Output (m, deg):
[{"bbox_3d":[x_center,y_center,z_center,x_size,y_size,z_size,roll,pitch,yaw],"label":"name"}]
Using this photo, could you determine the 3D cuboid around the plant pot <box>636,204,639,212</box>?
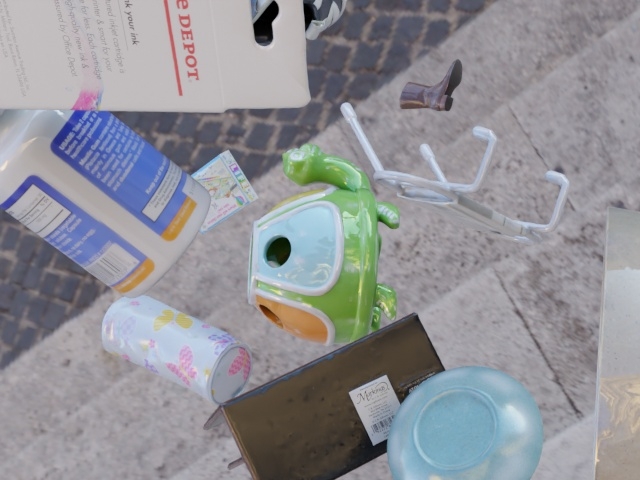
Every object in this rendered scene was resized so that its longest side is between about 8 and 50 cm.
[{"bbox_3d":[0.473,0.025,1.352,0.215,0.230,0.215,8,107,27],"label":"plant pot"}]

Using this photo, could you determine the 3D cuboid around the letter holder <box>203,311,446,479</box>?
[{"bbox_3d":[0.009,0.247,1.515,0.302,0.214,0.152,-23,81,-20],"label":"letter holder"}]

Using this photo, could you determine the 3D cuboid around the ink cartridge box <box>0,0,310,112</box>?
[{"bbox_3d":[-0.181,-0.228,0.951,0.353,0.207,0.119,2,39,7],"label":"ink cartridge box"}]

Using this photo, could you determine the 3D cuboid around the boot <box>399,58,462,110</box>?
[{"bbox_3d":[0.204,-0.293,2.041,0.114,0.037,0.106,11,77,42],"label":"boot"}]

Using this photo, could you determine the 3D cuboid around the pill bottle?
[{"bbox_3d":[-0.265,-0.073,1.165,0.152,0.272,0.152,-44,20,20],"label":"pill bottle"}]

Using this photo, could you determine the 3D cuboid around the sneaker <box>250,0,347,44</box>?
[{"bbox_3d":[-0.085,-0.272,1.098,0.094,0.235,0.153,-50,14,30],"label":"sneaker"}]

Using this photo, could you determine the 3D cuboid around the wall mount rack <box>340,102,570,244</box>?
[{"bbox_3d":[0.188,-0.101,1.626,0.304,0.350,0.130,13,84,45],"label":"wall mount rack"}]

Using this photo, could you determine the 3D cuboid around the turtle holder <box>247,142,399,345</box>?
[{"bbox_3d":[0.001,0.008,1.755,0.227,0.243,0.320,3,97,-5],"label":"turtle holder"}]

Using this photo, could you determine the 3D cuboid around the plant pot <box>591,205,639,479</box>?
[{"bbox_3d":[0.309,0.114,0.670,0.274,0.256,0.256,4,75,14],"label":"plant pot"}]

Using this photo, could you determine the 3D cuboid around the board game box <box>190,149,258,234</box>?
[{"bbox_3d":[-0.193,-0.087,1.995,0.154,0.026,0.103,-30,93,43],"label":"board game box"}]

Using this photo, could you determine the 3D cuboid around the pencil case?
[{"bbox_3d":[-0.245,0.184,1.837,0.273,0.113,0.124,19,120,32],"label":"pencil case"}]

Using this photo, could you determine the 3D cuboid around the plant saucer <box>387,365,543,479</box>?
[{"bbox_3d":[0.164,0.229,1.285,0.195,0.037,0.195,-14,53,20],"label":"plant saucer"}]
